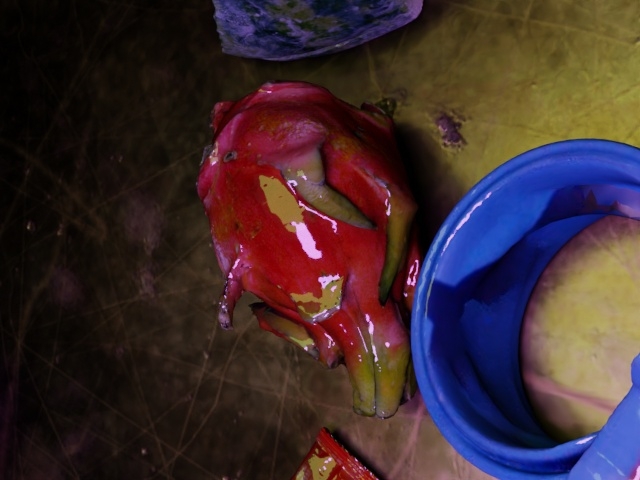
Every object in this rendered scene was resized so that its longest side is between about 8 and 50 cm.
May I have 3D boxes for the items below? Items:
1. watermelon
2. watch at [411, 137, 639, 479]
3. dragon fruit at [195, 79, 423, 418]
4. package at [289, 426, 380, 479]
[{"bbox_3d":[-0.009,-0.289,0.999,0.193,0.232,0.310,21,138,28],"label":"watermelon"},{"bbox_3d":[0.214,0.036,0.809,0.274,0.241,0.305,35,98,43],"label":"watch"},{"bbox_3d":[-0.008,0.004,0.969,0.200,0.198,0.269,17,122,63],"label":"dragon fruit"},{"bbox_3d":[-0.026,0.255,1.013,0.083,0.022,0.200,43,105,28],"label":"package"}]
